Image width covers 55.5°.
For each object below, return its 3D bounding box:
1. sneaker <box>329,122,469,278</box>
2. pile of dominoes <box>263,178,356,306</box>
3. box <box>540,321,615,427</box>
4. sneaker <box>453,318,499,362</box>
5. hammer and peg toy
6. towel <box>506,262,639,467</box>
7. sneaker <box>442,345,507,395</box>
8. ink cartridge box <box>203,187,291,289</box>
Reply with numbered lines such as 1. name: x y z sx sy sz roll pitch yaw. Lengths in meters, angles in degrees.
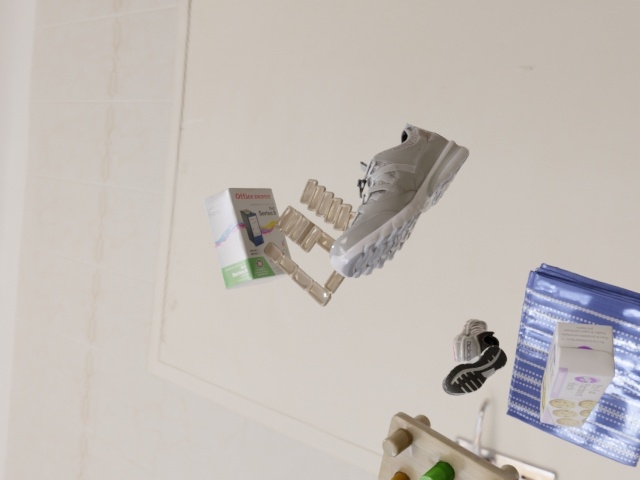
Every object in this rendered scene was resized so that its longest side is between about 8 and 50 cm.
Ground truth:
1. sneaker: 0.088 -0.058 0.831 0.281 0.115 0.105 -45 -15 -35
2. pile of dominoes: 0.000 0.000 1.264 0.040 0.251 0.196 32 -85 -46
3. box: 0.346 0.196 0.841 0.324 0.067 0.063 62 -146 -60
4. sneaker: 0.307 0.195 1.164 0.170 0.074 0.063 -16 -73 -63
5. hammer and peg toy: 0.253 0.499 1.075 0.127 0.361 0.266 -14 -59 -49
6. towel: 0.458 0.216 1.050 0.040 0.243 0.336 -34 -47 -45
7. sneaker: 0.202 0.179 0.808 0.109 0.040 0.044 -19 -25 -31
8. ink cartridge box: -0.162 -0.009 1.384 0.154 0.093 0.212 -5 -105 -55
